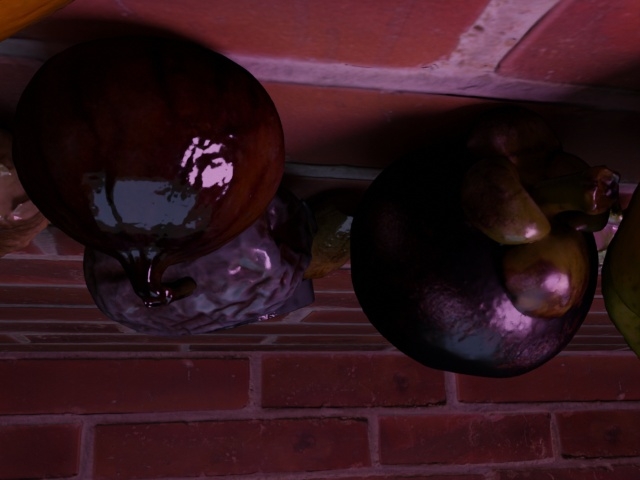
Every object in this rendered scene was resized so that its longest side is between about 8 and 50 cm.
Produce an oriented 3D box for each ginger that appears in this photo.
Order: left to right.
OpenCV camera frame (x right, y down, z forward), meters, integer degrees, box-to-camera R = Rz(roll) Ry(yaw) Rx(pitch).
[{"bbox_3d":[-0.413,-0.064,0.726,0.276,0.130,0.221,-5,153,16],"label":"ginger"}]

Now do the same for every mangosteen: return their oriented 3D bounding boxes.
[{"bbox_3d":[0.176,-0.001,0.766,0.297,0.313,0.297,0,-154,0],"label":"mangosteen"}]

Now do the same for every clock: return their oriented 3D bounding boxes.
[{"bbox_3d":[-0.145,0.133,1.381,0.281,0.055,0.280,-14,180,0],"label":"clock"}]

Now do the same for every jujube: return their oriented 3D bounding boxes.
[{"bbox_3d":[-0.166,0.021,0.901,0.317,0.225,0.226,-15,160,23],"label":"jujube"}]

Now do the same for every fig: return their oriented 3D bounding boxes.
[{"bbox_3d":[-0.149,-0.072,0.595,0.235,0.214,0.235,7,141,6],"label":"fig"}]

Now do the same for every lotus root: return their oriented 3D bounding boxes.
[{"bbox_3d":[0.000,0.000,1.033,0.110,0.097,0.258,7,158,-18],"label":"lotus root"}]

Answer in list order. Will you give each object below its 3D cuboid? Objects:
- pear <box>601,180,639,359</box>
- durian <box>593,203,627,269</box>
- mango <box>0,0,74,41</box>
[{"bbox_3d":[0.468,0.019,0.640,0.392,0.390,0.391,-2,164,0],"label":"pear"},{"bbox_3d":[0.416,-0.018,1.021,0.221,0.095,0.137,2,128,-7],"label":"durian"},{"bbox_3d":[-0.261,-0.172,0.337,0.360,0.143,0.187,-2,153,21],"label":"mango"}]
